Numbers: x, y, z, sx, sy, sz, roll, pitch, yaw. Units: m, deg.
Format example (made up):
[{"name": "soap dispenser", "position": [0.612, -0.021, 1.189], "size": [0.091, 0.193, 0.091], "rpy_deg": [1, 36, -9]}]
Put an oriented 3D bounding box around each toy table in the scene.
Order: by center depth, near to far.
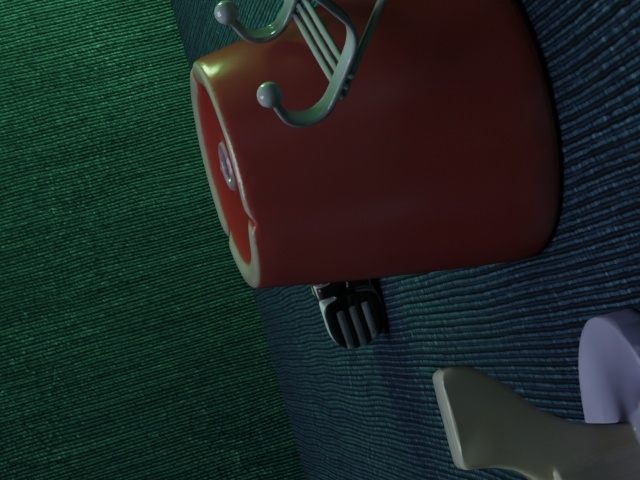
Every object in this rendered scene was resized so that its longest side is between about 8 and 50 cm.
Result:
[{"name": "toy table", "position": [0.187, 0.200, 0.866], "size": [0.252, 0.161, 0.274], "rpy_deg": [112, 142, -72]}]

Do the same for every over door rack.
[{"name": "over door rack", "position": [0.006, -0.277, 0.853], "size": [0.324, 0.108, 0.239], "rpy_deg": [-56, 40, 29]}]

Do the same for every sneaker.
[{"name": "sneaker", "position": [0.000, 0.000, 1.664], "size": [0.162, 0.106, 0.281], "rpy_deg": [-133, 28, -73]}]

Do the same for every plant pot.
[{"name": "plant pot", "position": [0.032, -0.085, 1.024], "size": [0.275, 0.243, 0.275], "rpy_deg": [165, 90, -79]}]
